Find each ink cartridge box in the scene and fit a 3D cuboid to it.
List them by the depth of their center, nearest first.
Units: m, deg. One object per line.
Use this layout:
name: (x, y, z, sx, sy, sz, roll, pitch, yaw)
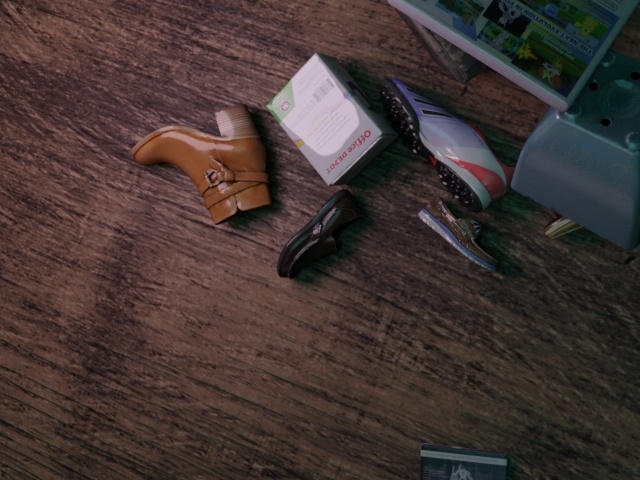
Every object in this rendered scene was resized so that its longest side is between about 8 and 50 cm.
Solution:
ink cartridge box: (0.023, -0.233, 1.629, 0.154, 0.093, 0.212, -43, 76, 23)

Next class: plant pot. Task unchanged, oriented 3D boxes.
plant pot: (0.482, -0.175, 1.380, 0.247, 0.252, 0.248, 31, 81, 20)

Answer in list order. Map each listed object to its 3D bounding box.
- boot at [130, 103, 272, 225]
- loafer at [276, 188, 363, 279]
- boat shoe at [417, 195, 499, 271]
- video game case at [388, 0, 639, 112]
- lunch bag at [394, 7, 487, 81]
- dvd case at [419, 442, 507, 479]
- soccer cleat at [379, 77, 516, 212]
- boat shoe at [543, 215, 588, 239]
boot: (-0.241, -0.136, 1.722, 0.283, 0.109, 0.220, -16, 88, 8)
loafer: (0.000, 0.000, 1.645, 0.078, 0.080, 0.220, 43, 100, 14)
boat shoe: (0.270, -0.015, 1.574, 0.183, 0.066, 0.066, 40, 98, 14)
video game case: (0.321, -0.405, 1.301, 0.329, 0.036, 0.300, 34, 81, 6)
lunch bag: (0.255, -0.470, 1.476, 0.256, 0.212, 0.305, -38, 116, 9)
dvd case: (0.268, 0.504, 1.583, 0.164, 0.018, 0.221, 2, 90, 18)
soccer cleat: (0.237, -0.199, 1.583, 0.116, 0.109, 0.318, -36, 74, -12)
boat shoe: (0.501, -0.041, 1.509, 0.190, 0.068, 0.072, -29, 92, 14)
